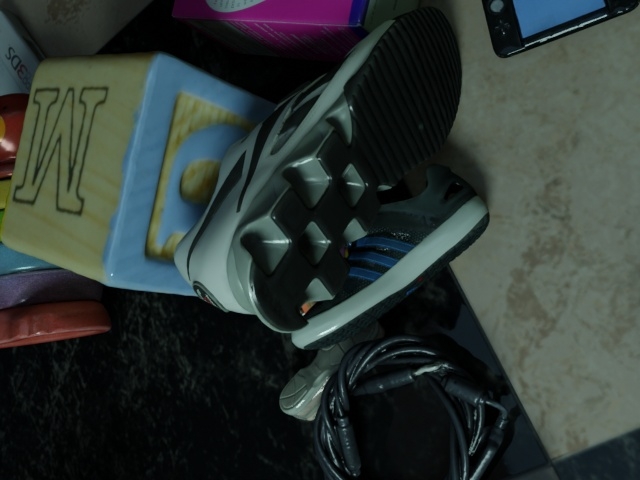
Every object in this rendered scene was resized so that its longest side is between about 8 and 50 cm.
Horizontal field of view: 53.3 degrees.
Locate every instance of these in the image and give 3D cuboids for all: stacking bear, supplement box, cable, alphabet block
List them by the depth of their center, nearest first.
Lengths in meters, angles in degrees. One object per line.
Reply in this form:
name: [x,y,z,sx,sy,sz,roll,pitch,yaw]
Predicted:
cable: [0.061,0.175,0.546,0.150,0.047,0.184,31,106,15]
alphabet block: [-0.161,-0.058,0.620,0.197,0.192,0.193,12,87,39]
supplement box: [-0.022,-0.248,0.627,0.220,0.114,0.111,15,91,29]
stacking bear: [-0.336,-0.029,0.734,0.175,0.164,0.289,-12,82,17]

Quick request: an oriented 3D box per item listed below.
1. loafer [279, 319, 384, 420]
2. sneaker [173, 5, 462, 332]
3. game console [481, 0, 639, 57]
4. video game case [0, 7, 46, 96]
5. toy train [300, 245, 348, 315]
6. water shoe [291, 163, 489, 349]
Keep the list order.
loafer: [0.016,0.122,0.602,0.125,0.039,0.045,-44,34,10]
sneaker: [-0.002,-0.082,0.532,0.146,0.122,0.330,10,50,44]
game console: [0.187,-0.230,0.530,0.122,0.071,0.107,-15,76,27]
video game case: [-0.476,-0.118,0.907,0.329,0.036,0.300,-48,64,16]
toy train: [0.000,0.000,0.618,0.125,0.046,0.166,-30,70,22]
water shoe: [0.049,0.015,0.559,0.203,0.073,0.080,-36,71,-3]
